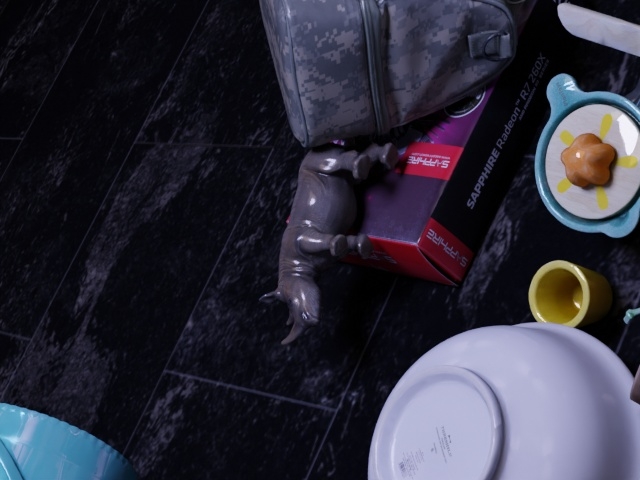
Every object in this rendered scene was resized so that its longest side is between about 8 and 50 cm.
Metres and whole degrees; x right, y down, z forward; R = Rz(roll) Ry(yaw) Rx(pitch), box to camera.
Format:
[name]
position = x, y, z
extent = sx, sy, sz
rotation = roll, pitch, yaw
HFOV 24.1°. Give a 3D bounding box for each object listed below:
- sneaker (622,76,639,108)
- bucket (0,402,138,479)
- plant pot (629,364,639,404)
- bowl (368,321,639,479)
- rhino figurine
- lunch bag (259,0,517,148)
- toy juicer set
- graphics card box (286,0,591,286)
[sneaker]
position = 0.348, -0.118, 1.497
extent = 0.267, 0.101, 0.106
rotation = -43, 51, 23
[bucket]
position = -0.356, 0.319, 1.740
extent = 0.281, 0.281, 0.183
rotation = -10, 51, 42
[plant pot]
position = 0.352, 0.050, 1.222
extent = 0.109, 0.237, 0.237
rotation = 27, 80, 17
[bowl]
position = 0.143, 0.198, 1.363
extent = 0.298, 0.134, 0.298
rotation = -22, 56, 37
[rhino figurine]
position = 0.000, 0.000, 1.629
extent = 0.106, 0.073, 0.243
rotation = 7, 75, 45
[lunch bag]
position = 0.065, -0.277, 1.663
extent = 0.256, 0.213, 0.305
rotation = -11, 43, -4
[toy juicer set]
position = 0.294, -0.076, 1.406
extent = 0.209, 0.089, 0.329
rotation = -1, 87, 42
[graphics card box]
position = 0.135, -0.141, 1.726
extent = 0.232, 0.094, 0.371
rotation = 11, 68, 51
